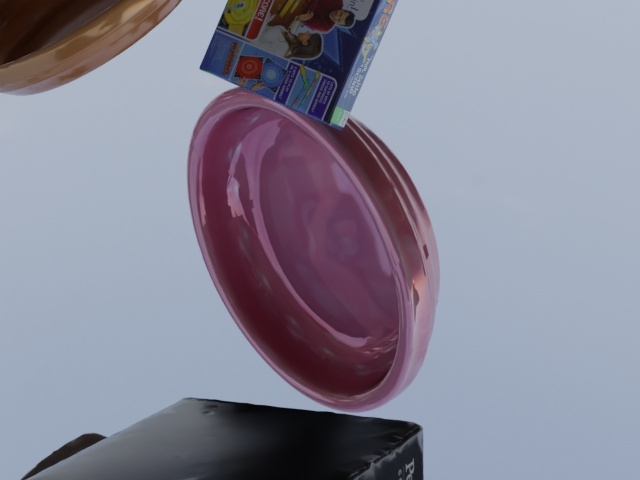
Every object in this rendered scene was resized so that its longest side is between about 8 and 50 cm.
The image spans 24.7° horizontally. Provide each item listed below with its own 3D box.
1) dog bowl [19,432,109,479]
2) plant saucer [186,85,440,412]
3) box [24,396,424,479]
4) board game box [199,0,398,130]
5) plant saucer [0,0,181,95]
[{"bbox_3d":[-0.167,0.341,1.314,0.102,0.348,0.349,18,-148,42],"label":"dog bowl"},{"bbox_3d":[0.000,0.000,1.399,0.084,0.332,0.332,-27,-136,-32],"label":"plant saucer"},{"bbox_3d":[-0.076,0.298,0.816,0.179,0.343,0.312,3,-169,27],"label":"box"},{"bbox_3d":[-0.004,-0.212,1.247,0.136,0.201,0.035,26,-175,22],"label":"board game box"},{"bbox_3d":[-0.160,-0.161,1.003,0.200,0.037,0.200,-24,-151,14],"label":"plant saucer"}]
